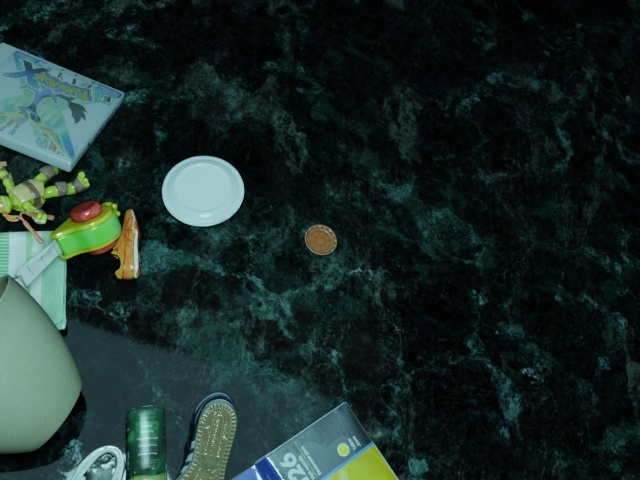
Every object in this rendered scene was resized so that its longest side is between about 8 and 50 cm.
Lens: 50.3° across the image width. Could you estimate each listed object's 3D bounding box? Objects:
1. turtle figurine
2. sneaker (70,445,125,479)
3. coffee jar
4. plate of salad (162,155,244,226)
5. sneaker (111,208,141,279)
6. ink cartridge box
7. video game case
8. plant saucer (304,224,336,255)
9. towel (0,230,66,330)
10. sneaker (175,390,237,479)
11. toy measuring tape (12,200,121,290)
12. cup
[{"bbox_3d":[-0.642,-0.103,1.545,0.269,0.087,0.217,40,50,20],"label":"turtle figurine"},{"bbox_3d":[-0.466,0.510,1.258,0.108,0.169,0.292,31,62,-3],"label":"sneaker"},{"bbox_3d":[-0.350,0.433,1.370,0.079,0.096,0.184,1,64,-21],"label":"coffee jar"},{"bbox_3d":[-0.289,-0.120,1.685,0.200,0.048,0.200,2,64,-4],"label":"plate of salad"},{"bbox_3d":[-0.448,0.005,1.569,0.067,0.064,0.175,-3,63,-7],"label":"sneaker"},{"bbox_3d":[0.014,0.550,1.442,0.307,0.072,0.303,-28,76,-28],"label":"ink cartridge box"},{"bbox_3d":[-0.684,-0.326,1.629,0.329,0.036,0.300,22,46,-5],"label":"video game case"},{"bbox_3d":[0.000,0.000,1.733,0.083,0.013,0.083,6,64,-13],"label":"plant saucer"},{"bbox_3d":[-0.717,0.092,1.458,0.325,0.038,0.248,-2,65,-18],"label":"towel"},{"bbox_3d":[-0.241,0.448,1.408,0.099,0.153,0.282,19,91,-10],"label":"sneaker"},{"bbox_3d":[-0.520,0.005,1.466,0.121,0.121,0.330,30,36,-1],"label":"toy measuring tape"},{"bbox_3d":[-0.597,0.266,1.280,0.237,0.331,0.331,43,57,-25],"label":"cup"}]
